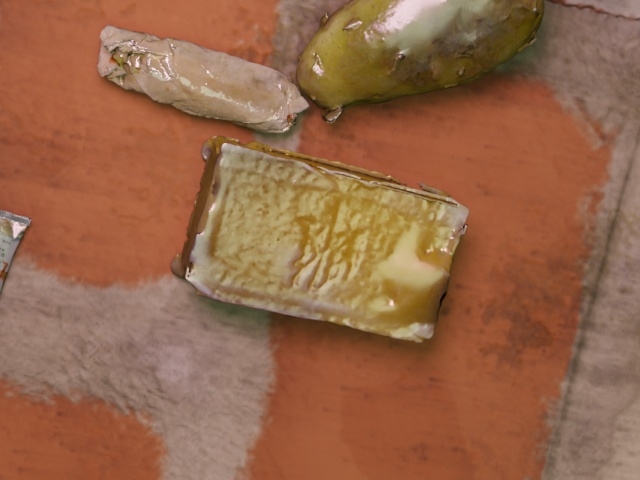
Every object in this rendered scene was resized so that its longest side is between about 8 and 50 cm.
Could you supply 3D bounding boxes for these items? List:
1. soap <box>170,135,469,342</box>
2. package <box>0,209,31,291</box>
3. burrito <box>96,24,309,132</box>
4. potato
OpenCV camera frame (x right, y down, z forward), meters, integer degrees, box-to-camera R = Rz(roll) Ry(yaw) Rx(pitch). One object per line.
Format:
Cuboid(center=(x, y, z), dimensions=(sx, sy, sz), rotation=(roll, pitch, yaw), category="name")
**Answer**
Cuboid(center=(0.000, 0.000, 1.409), dimensions=(0.233, 0.076, 0.135), rotation=(14, 100, -12), category="soap")
Cuboid(center=(-0.283, 0.025, 1.394), dimensions=(0.037, 0.015, 0.110), rotation=(19, 101, -20), category="package")
Cuboid(center=(-0.099, -0.134, 1.373), dimensions=(0.188, 0.045, 0.058), rotation=(15, 107, -16), category="burrito")
Cuboid(center=(0.084, -0.176, 1.372), dimensions=(0.225, 0.090, 0.117), rotation=(-25, 113, 3), category="potato")
